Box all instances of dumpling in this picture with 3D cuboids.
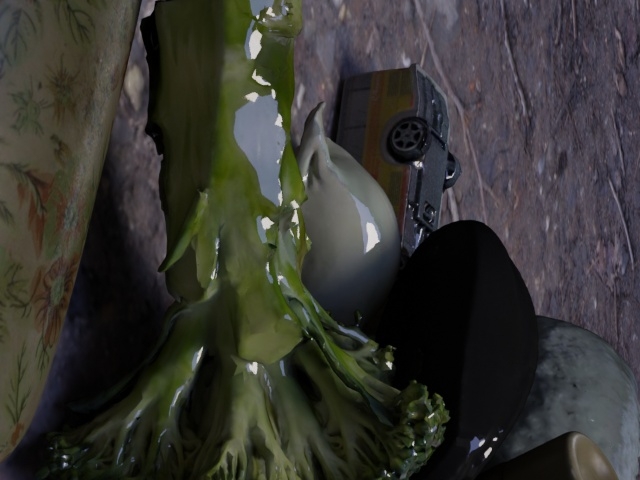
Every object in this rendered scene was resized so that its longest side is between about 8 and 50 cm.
[{"bbox_3d":[0.000,0.000,1.030,0.151,0.124,0.229,-126,-144,-77],"label":"dumpling"}]

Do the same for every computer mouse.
[{"bbox_3d":[0.101,0.102,0.946,0.086,0.137,0.270,34,44,-18],"label":"computer mouse"}]

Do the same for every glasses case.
[{"bbox_3d":[-0.176,-0.082,0.700,0.156,0.098,0.425,44,52,-61],"label":"glasses case"}]

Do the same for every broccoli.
[{"bbox_3d":[-0.031,0.017,0.830,0.252,0.221,0.362,13,96,-24],"label":"broccoli"}]

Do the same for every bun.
[{"bbox_3d":[0.145,0.238,1.101,0.354,0.194,0.355,17,90,-89],"label":"bun"}]

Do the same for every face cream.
[{"bbox_3d":[0.061,0.247,0.934,0.137,0.341,0.084,-1,62,-62],"label":"face cream"}]

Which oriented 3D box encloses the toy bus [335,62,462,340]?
[{"bbox_3d":[0.058,-0.021,1.125,0.092,0.106,0.268,33,60,-56],"label":"toy bus"}]
